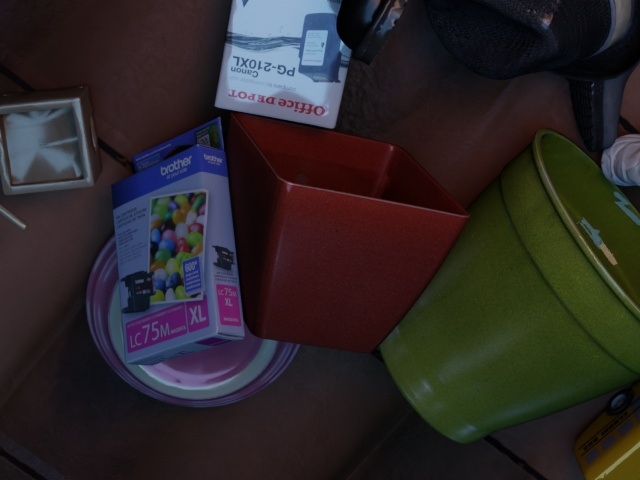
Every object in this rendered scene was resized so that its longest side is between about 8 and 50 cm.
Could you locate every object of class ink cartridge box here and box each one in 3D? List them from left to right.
[{"bbox_3d":[-0.199,-0.001,1.753,0.185,0.065,0.311,-20,68,38],"label":"ink cartridge box"},{"bbox_3d":[-0.040,-0.286,1.756,0.171,0.100,0.237,10,109,-4],"label":"ink cartridge box"}]

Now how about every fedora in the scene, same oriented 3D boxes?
[{"bbox_3d":[0.246,-0.297,1.632,0.152,0.334,0.334,-40,108,-22],"label":"fedora"}]

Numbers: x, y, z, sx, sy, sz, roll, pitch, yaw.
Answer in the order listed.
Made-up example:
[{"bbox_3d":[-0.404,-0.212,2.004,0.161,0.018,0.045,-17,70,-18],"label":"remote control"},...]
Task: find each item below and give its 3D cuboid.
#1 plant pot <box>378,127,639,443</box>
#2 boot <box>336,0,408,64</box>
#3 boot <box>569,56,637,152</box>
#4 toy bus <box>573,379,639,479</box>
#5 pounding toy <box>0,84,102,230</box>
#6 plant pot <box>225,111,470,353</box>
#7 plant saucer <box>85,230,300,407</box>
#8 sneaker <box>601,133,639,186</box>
[{"bbox_3d":[0.277,0.096,1.790,0.353,0.366,0.366,-38,106,23],"label":"plant pot"},{"bbox_3d":[0.010,-0.408,1.616,0.260,0.131,0.348,18,74,-4],"label":"boot"},{"bbox_3d":[0.461,-0.284,1.763,0.222,0.118,0.338,-3,114,-5],"label":"boot"},{"bbox_3d":[0.537,0.251,1.941,0.108,0.130,0.332,43,104,-14],"label":"toy bus"},{"bbox_3d":[-0.417,-0.112,1.816,0.206,0.094,0.181,-6,109,1],"label":"pounding toy"},{"bbox_3d":[0.000,0.000,1.741,0.267,0.267,0.236,10,111,-23],"label":"plant pot"},{"bbox_3d":[-0.182,0.105,1.904,0.332,0.084,0.332,0,110,0],"label":"plant saucer"},{"bbox_3d":[0.519,-0.114,1.811,0.232,0.115,0.090,-17,110,-5],"label":"sneaker"}]
